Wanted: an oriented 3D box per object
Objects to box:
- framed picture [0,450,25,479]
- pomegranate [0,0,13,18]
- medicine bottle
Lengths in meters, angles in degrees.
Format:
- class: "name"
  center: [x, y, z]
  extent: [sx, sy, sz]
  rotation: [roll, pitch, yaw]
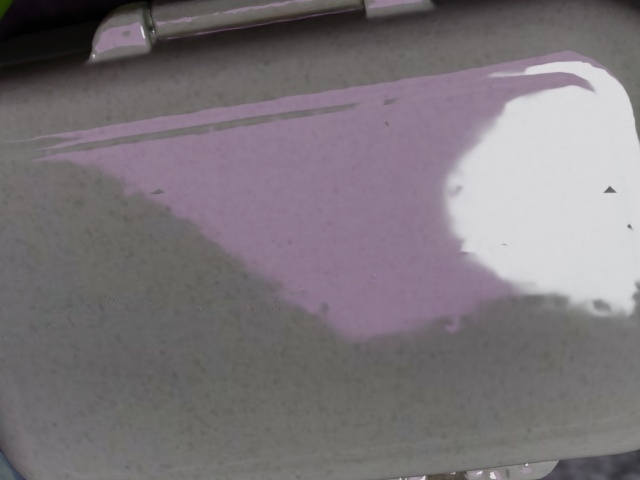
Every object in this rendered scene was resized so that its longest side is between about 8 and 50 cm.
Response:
- class: "framed picture"
  center: [-0.168, 0.107, 1.052]
  extent: [0.247, 0.022, 0.335]
  rotation: [9, 128, 0]
- class: "pomegranate"
  center: [-0.211, -0.141, 0.693]
  extent: [0.358, 0.310, 0.216]
  rotation: [10, 99, -40]
- class: "medicine bottle"
  center: [0.000, 0.000, 0.866]
  extent: [0.375, 0.123, 0.282]
  rotation: [-7, 117, 12]
